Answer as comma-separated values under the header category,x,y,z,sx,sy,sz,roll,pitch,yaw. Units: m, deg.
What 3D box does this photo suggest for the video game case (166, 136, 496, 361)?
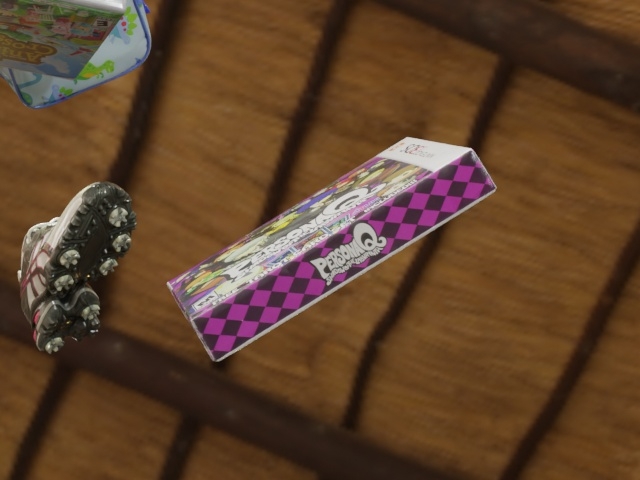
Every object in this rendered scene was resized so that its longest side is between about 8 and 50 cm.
category,x,y,z,sx,sy,sz,roll,pitch,yaw
video game case,0.000,0.000,1.249,0.042,0.232,0.210,59,-5,-9

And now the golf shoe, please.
category,x,y,z,sx,sy,sz,roll,pitch,yaw
golf shoe,-0.297,0.013,1.932,0.120,0.105,0.273,54,-41,24

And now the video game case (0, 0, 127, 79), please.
category,x,y,z,sx,sy,sz,roll,pitch,yaw
video game case,-0.320,-0.218,1.665,0.193,0.212,0.023,146,-51,-62

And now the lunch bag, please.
category,x,y,z,sx,sy,sz,roll,pitch,yaw
lunch bag,-0.283,-0.263,1.811,0.090,0.176,0.219,50,-18,48
